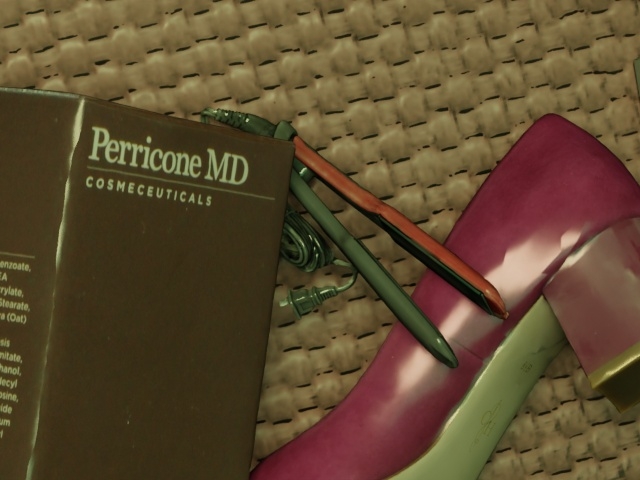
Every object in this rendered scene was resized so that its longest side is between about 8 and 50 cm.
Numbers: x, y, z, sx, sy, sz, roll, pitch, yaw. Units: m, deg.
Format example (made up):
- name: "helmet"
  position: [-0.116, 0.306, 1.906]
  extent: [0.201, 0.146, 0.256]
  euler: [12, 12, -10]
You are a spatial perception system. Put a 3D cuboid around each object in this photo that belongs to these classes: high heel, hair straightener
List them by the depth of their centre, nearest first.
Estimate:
- name: "hair straightener"
  position: [0.000, 0.000, 1.108]
  extent: [0.230, 0.047, 0.089]
  euler: [41, 84, 23]
- name: "high heel"
  position: [0.043, 0.082, 1.161]
  extent: [0.377, 0.127, 0.181]
  euler: [-29, 59, 3]

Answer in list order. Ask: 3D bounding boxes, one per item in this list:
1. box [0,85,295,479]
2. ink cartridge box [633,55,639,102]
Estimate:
- name: "box"
  position: [-0.141, 0.114, 1.047]
  extent: [0.143, 0.191, 0.381]
  euler: [5, 89, 36]
- name: "ink cartridge box"
  position: [0.291, -0.030, 1.167]
  extent: [0.153, 0.087, 0.208]
  euler: [-11, 95, -6]
